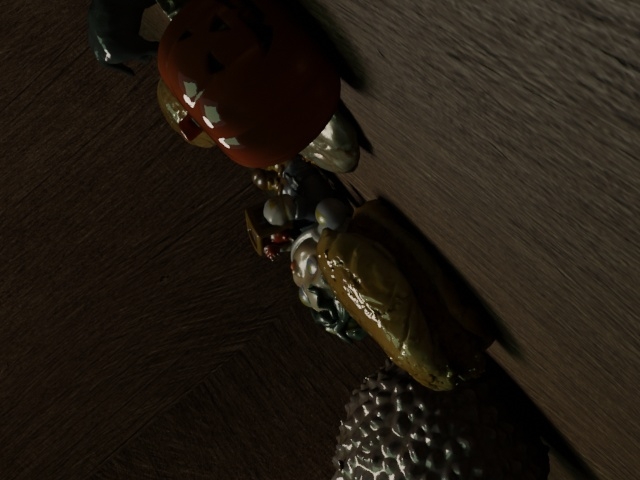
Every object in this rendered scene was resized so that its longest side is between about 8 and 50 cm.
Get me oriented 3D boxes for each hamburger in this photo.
[{"bbox_3d":[0.115,0.084,1.696,0.283,0.144,0.259,42,171,28],"label":"hamburger"}]

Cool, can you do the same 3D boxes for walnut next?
[{"bbox_3d":[-0.244,-0.273,2.394,0.184,0.155,0.155,52,176,-17],"label":"walnut"}]

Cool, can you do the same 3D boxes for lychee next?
[{"bbox_3d":[0.208,0.382,2.083,0.380,0.380,0.432,45,156,58],"label":"lychee"}]

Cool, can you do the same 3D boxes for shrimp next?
[{"bbox_3d":[-0.080,-0.218,1.444,0.360,0.085,0.247,46,168,4],"label":"shrimp"}]

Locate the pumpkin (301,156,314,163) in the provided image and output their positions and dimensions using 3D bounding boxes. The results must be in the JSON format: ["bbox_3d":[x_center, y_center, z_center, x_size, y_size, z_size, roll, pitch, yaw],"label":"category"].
[{"bbox_3d":[-0.023,-0.145,1.836,0.073,0.035,0.101,51,180,31],"label":"pumpkin"}]

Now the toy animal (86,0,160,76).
[{"bbox_3d":[-0.265,-0.364,1.745,0.082,0.137,0.269,34,122,45],"label":"toy animal"}]

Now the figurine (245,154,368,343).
[{"bbox_3d":[-0.002,-0.001,1.986,0.382,0.186,0.261,54,169,28],"label":"figurine"}]

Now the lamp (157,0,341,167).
[{"bbox_3d":[-0.077,-0.159,1.209,0.187,0.164,0.187,47,178,2],"label":"lamp"}]
